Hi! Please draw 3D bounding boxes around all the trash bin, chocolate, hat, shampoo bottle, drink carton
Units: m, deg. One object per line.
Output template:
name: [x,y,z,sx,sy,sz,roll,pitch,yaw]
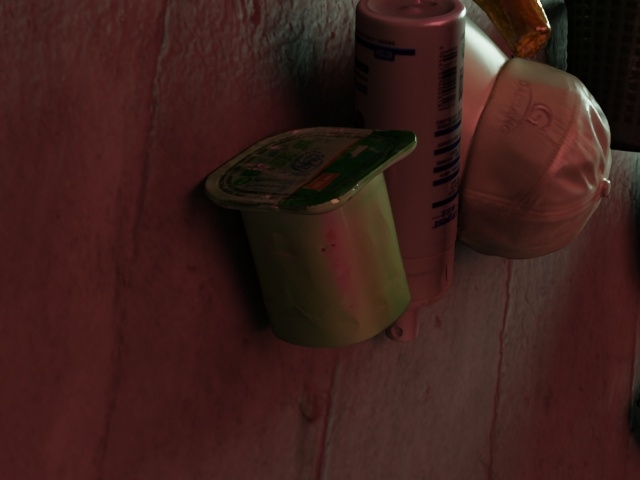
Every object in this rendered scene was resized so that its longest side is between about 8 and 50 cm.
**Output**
trash bin: [0.322,-0.172,1.681,0.175,0.175,0.161,5,96,-50]
chocolate: [0.147,-0.262,1.460,0.085,0.085,0.219,0,57,-50]
hat: [0.161,-0.106,1.479,0.275,0.161,0.232,48,49,-32]
shampoo bottle: [0.071,-0.054,1.370,0.092,0.092,0.303,-32,131,-46]
drink carton: [0.000,0.000,1.300,0.146,0.144,0.142,-40,126,-43]

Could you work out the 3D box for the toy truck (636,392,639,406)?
toy truck: [0.449,0.247,1.811,0.155,0.124,0.268,-55,128,-30]
